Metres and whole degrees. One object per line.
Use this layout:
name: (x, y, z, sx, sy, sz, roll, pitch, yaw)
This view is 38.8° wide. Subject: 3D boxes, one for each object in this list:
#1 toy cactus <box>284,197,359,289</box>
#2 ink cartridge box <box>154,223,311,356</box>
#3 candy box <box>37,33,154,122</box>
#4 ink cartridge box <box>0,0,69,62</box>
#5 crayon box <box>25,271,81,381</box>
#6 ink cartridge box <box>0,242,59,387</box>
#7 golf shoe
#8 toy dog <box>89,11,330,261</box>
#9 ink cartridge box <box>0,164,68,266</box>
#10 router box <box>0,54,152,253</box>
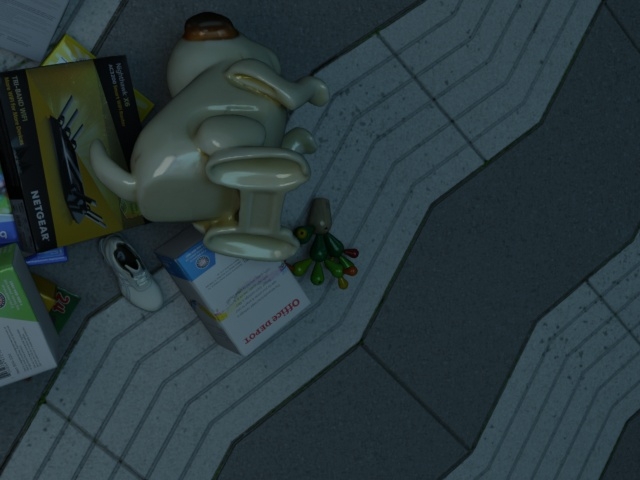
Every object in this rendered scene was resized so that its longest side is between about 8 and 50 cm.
toy cactus: (0.000, 0.000, 1.844, 0.219, 0.112, 0.180, 15, 69, -35)
ink cartridge box: (-0.170, 0.073, 1.741, 0.171, 0.168, 0.232, -37, 108, -18)
candy box: (-0.418, -0.275, 1.679, 0.206, 0.027, 0.105, 38, 76, -22)
ink cartridge box: (-0.538, -0.427, 1.524, 0.223, 0.224, 0.045, 20, 45, -25)
crayon box: (-0.601, 0.120, 1.570, 0.319, 0.081, 0.202, 29, 101, -23)
ink cartridge box: (-0.590, 0.149, 1.475, 0.273, 0.115, 0.198, -19, 114, -7)
golf shoe: (-0.350, 0.067, 1.707, 0.069, 0.086, 0.176, -40, 110, -18)
toy dog: (-0.180, -0.201, 1.606, 0.396, 0.284, 0.407, -1, 52, 2)
ink cartridge box: (-0.553, -0.101, 1.617, 0.186, 0.065, 0.311, -7, 99, -23)
router box: (-0.432, -0.155, 1.596, 0.243, 0.081, 0.308, -19, 104, -36)
